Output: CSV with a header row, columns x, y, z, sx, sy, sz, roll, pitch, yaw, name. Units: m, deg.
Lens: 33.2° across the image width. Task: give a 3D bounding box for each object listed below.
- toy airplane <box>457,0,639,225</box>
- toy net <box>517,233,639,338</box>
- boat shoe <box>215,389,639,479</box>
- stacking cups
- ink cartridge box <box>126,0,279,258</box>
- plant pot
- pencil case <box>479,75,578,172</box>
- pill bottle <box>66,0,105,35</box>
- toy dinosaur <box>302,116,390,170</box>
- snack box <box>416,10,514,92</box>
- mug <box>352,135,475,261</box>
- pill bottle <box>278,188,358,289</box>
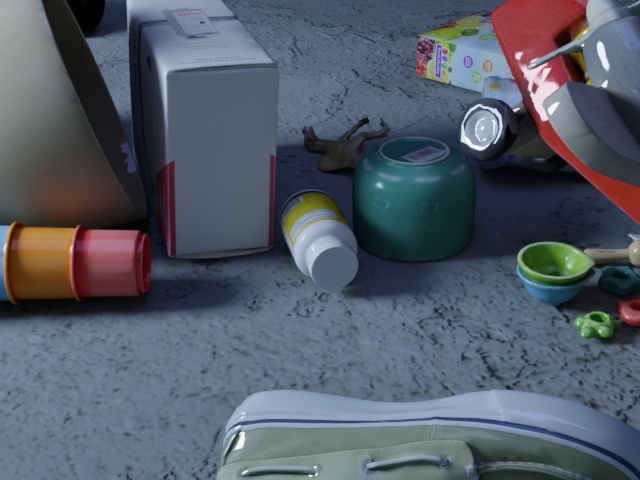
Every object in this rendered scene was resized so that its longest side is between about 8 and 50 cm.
x,y,z,sx,sy,sz,roll,pitch,yaw,name
0.333,-0.087,0.922,0.384,0.272,0.386,29,23,-8,toy airplane
0.300,0.022,1.032,0.232,0.045,0.122,-20,33,-31,toy net
0.071,0.168,0.736,0.302,0.109,0.094,-2,42,20,boat shoe
-0.323,0.015,1.032,0.316,0.096,0.096,-2,28,-2,stacking cups
-0.136,-0.135,1.179,0.117,0.207,0.283,-6,28,-16,ink cartridge box
-0.325,-0.122,1.130,0.190,0.284,0.284,-21,30,-2,plant pot
0.317,-0.135,1.254,0.273,0.114,0.124,2,18,6,pencil case
-0.485,-0.417,1.819,0.219,0.123,0.123,10,30,22,pill bottle
0.042,-0.105,1.300,0.092,0.053,0.183,-28,27,-14,toy dinosaur
0.271,-0.267,1.550,0.207,0.070,0.174,22,36,34,snack box
0.099,-0.057,1.136,0.129,0.097,0.158,0,28,4,mug
0.000,0.000,1.070,0.065,0.065,0.116,-7,29,-11,pill bottle
